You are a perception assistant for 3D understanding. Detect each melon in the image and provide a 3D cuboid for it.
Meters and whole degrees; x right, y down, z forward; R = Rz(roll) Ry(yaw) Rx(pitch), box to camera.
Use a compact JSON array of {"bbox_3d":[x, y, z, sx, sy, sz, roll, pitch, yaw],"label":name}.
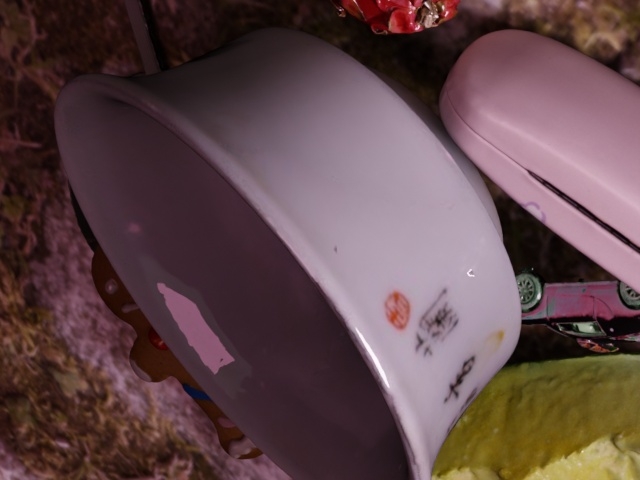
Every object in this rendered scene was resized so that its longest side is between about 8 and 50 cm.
[{"bbox_3d":[0.222,0.163,1.250,0.323,0.124,0.196,-14,112,32],"label":"melon"}]

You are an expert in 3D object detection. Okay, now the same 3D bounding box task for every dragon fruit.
[{"bbox_3d":[0.027,-0.207,1.182,0.094,0.094,0.190,-35,74,42],"label":"dragon fruit"}]

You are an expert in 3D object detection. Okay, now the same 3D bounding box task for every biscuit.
[{"bbox_3d":[-0.099,0.079,1.464,0.205,0.031,0.138,48,135,-4],"label":"biscuit"}]

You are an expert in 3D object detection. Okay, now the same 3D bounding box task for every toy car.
[{"bbox_3d":[0.180,0.044,1.221,0.142,0.069,0.055,-4,82,41],"label":"toy car"}]

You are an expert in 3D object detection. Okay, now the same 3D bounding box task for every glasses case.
[{"bbox_3d":[0.203,-0.023,1.149,0.297,0.113,0.075,36,129,10],"label":"glasses case"}]

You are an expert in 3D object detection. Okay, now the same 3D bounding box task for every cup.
[{"bbox_3d":[0.000,0.000,1.224,0.347,0.163,0.347,43,158,22],"label":"cup"}]

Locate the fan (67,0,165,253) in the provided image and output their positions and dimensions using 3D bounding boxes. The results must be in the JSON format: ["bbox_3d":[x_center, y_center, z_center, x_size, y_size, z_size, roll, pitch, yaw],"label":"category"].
[{"bbox_3d":[-0.082,-0.057,1.385,0.223,0.012,0.294,29,131,16],"label":"fan"}]
